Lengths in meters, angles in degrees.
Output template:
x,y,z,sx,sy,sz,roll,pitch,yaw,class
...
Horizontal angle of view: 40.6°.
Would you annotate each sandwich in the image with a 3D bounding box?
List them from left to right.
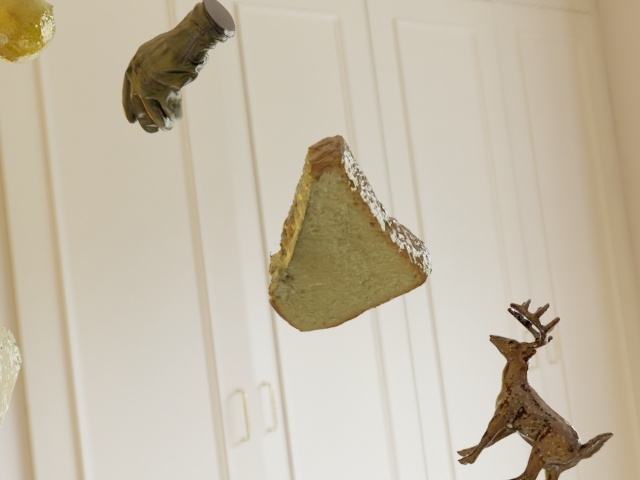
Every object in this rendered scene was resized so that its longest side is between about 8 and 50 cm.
x,y,z,sx,sy,sz,roll,pitch,yaw,class
0.000,0.003,1.296,0.254,0.099,0.288,-21,-51,23,sandwich

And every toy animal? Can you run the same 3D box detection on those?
x,y,z,sx,sy,sz,roll,pitch,yaw,class
0.303,0.239,1.248,0.243,0.260,0.087,44,4,38,toy animal

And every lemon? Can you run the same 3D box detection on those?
x,y,z,sx,sy,sz,roll,pitch,yaw,class
-0.482,-0.340,1.377,0.133,0.109,0.109,-50,17,-23,lemon

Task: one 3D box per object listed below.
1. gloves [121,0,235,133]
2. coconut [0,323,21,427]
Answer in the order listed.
x,y,z,sx,sy,sz,roll,pitch,yaw,class
-0.233,-0.266,1.337,0.107,0.135,0.268,15,-44,-32,gloves
-0.585,0.207,1.198,0.297,0.254,0.297,4,-35,3,coconut
